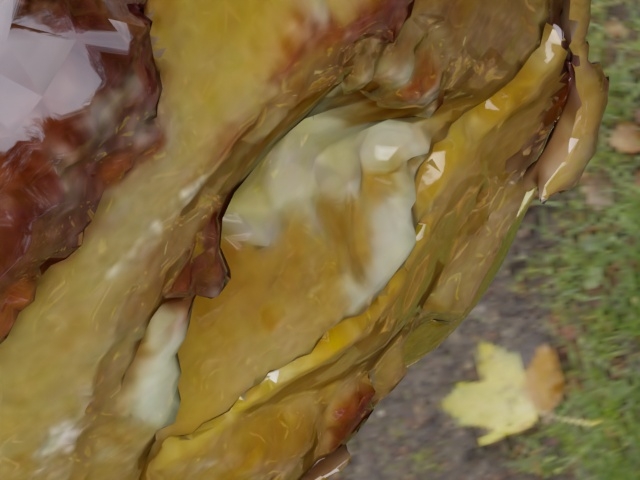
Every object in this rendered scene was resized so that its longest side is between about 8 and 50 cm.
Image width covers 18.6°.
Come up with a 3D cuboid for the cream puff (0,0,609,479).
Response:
[{"bbox_3d":[-0.083,-0.048,0.575,0.228,0.350,0.350,39,110,24],"label":"cream puff"}]

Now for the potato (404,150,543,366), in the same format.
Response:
[{"bbox_3d":[0.000,0.000,0.980,0.158,0.203,0.178,95,157,-52],"label":"potato"}]
